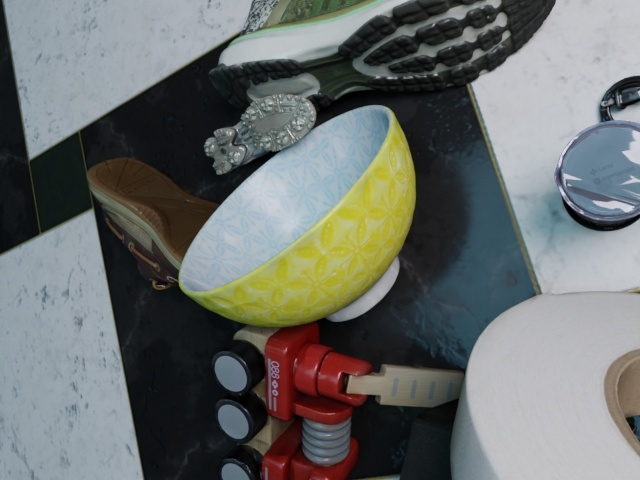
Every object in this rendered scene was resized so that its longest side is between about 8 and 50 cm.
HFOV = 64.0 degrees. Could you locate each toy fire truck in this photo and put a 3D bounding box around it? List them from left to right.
[{"bbox_3d":[0.022,0.204,0.595,0.246,0.158,0.217,9,109,27],"label":"toy fire truck"}]

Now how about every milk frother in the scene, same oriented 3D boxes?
[{"bbox_3d":[0.278,-0.089,0.473,0.129,0.134,0.143,-21,78,24],"label":"milk frother"}]

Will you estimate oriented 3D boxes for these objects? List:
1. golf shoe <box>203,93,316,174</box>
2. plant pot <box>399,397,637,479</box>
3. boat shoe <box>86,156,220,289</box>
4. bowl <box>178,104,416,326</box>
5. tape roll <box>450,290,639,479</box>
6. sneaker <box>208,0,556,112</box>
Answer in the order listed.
[{"bbox_3d":[-0.072,-0.147,0.681,0.176,0.086,0.069,-16,100,32],"label":"golf shoe"},{"bbox_3d":[0.177,0.248,0.493,0.167,0.188,0.188,16,95,40],"label":"plant pot"},{"bbox_3d":[-0.210,0.007,0.747,0.342,0.123,0.123,32,132,20],"label":"boat shoe"},{"bbox_3d":[0.000,0.000,0.581,0.289,0.289,0.156,-29,117,23],"label":"bowl"},{"bbox_3d":[0.281,0.156,0.323,0.392,0.392,0.072,19,119,27],"label":"tape roll"},{"bbox_3d":[0.054,-0.279,0.604,0.410,0.158,0.182,-5,72,23],"label":"sneaker"}]
